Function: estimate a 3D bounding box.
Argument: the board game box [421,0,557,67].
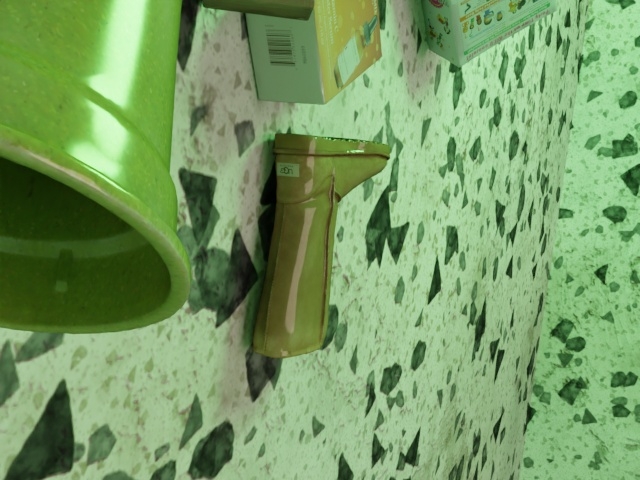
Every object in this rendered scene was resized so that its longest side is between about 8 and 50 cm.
[{"bbox_3d":[0.267,-0.471,1.327,0.224,0.097,0.303,-31,134,-14],"label":"board game box"}]

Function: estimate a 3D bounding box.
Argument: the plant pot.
[{"bbox_3d":[-0.188,-0.110,0.479,0.276,0.276,0.254,52,40,-56],"label":"plant pot"}]

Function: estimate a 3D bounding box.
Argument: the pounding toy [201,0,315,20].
[{"bbox_3d":[-0.047,-0.299,0.816,0.100,0.130,0.141,-142,-122,-83],"label":"pounding toy"}]

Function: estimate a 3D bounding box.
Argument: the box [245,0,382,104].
[{"bbox_3d":[-0.004,-0.252,0.964,0.170,0.091,0.130,-48,139,-48],"label":"box"}]

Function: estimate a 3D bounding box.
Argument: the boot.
[{"bbox_3d":[0.000,0.000,1.064,0.236,0.089,0.269,-5,102,-53],"label":"boot"}]
